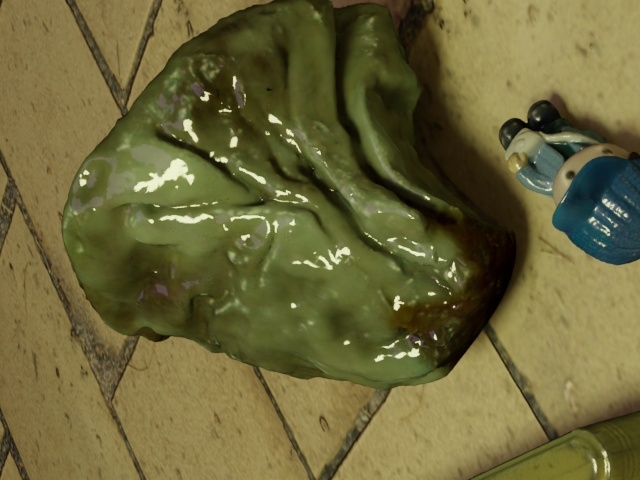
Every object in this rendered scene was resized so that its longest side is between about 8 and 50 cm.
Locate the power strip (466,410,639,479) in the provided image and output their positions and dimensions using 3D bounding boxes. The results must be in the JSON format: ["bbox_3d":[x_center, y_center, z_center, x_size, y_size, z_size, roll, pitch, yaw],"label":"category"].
[{"bbox_3d":[0.132,0.209,1.234,0.387,0.092,0.066,-40,63,56],"label":"power strip"}]

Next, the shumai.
[{"bbox_3d":[0.000,0.000,1.222,0.263,0.304,0.309,39,133,33],"label":"shumai"}]

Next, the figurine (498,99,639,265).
[{"bbox_3d":[0.175,-0.039,1.105,0.149,0.086,0.087,47,164,56],"label":"figurine"}]
